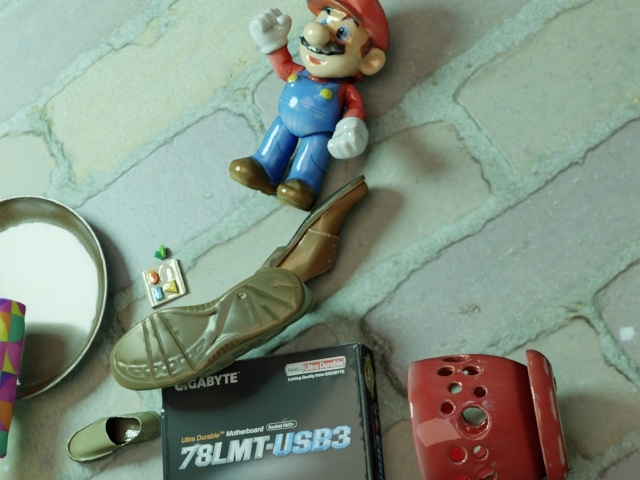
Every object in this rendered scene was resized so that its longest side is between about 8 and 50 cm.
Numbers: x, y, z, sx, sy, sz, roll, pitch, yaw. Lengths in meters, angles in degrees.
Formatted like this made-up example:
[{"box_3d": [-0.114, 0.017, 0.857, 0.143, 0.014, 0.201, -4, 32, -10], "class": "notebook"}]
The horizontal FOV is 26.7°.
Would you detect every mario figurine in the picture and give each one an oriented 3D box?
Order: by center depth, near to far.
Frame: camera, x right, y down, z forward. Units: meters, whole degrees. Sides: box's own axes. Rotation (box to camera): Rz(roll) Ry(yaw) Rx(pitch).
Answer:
[{"box_3d": [-0.020, -0.211, 1.836, 0.198, 0.170, 0.320, 22, 92, -11], "class": "mario figurine"}]

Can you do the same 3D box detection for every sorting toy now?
[{"box_3d": [-0.231, 0.049, 1.933, 0.062, 0.012, 0.083, -24, 69, 13], "class": "sorting toy"}]

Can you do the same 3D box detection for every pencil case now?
[{"box_3d": [-0.477, 0.189, 1.887, 0.104, 0.104, 0.236, -3, 75, 19], "class": "pencil case"}]

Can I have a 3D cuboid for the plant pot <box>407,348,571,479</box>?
[{"box_3d": [0.206, 0.228, 1.635, 0.174, 0.191, 0.191, -10, 72, 8], "class": "plant pot"}]

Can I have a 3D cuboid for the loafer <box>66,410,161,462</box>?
[{"box_3d": [-0.294, 0.269, 1.876, 0.148, 0.050, 0.056, -23, 69, 13], "class": "loafer"}]

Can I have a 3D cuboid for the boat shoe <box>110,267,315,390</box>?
[{"box_3d": [-0.141, 0.129, 1.791, 0.285, 0.089, 0.104, -22, 71, 11], "class": "boat shoe"}]

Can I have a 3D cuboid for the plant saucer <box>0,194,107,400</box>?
[{"box_3d": [-0.442, 0.087, 1.981, 0.311, 0.050, 0.310, -5, 75, 19], "class": "plant saucer"}]

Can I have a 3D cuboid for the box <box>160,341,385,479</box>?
[{"box_3d": [-0.063, 0.299, 1.774, 0.296, 0.073, 0.293, -9, 74, 17], "class": "box"}]

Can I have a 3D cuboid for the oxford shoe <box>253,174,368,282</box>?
[{"box_3d": [0.000, 0.000, 1.841, 0.076, 0.076, 0.212, 42, 96, 0], "class": "oxford shoe"}]
